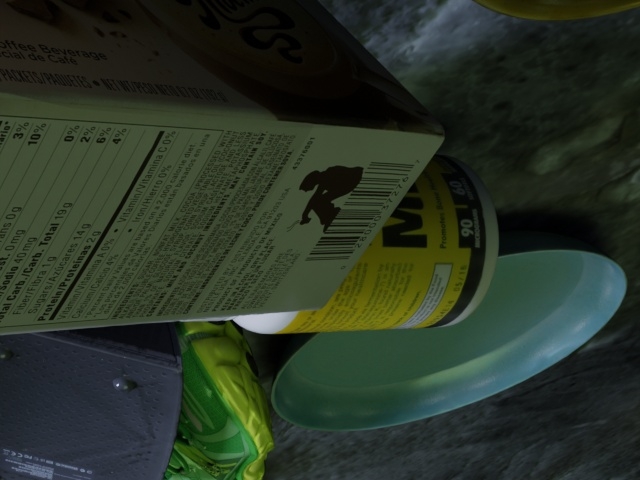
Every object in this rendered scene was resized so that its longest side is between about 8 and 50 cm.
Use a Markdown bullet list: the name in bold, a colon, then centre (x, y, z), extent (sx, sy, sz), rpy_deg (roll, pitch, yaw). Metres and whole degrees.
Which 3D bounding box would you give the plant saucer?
- **plant saucer**: centre (0.105, 0.075, 1.187), extent (0.317, 0.044, 0.317), rpy_deg (-16, 153, -8)

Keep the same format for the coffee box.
- **coffee box**: centre (-0.111, -0.059, 0.573), extent (0.297, 0.168, 0.119), rpy_deg (-1, 133, -51)

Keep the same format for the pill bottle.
- **pill bottle**: centre (0.000, 0.000, 0.888), extent (0.208, 0.119, 0.119), rpy_deg (0, 148, -34)

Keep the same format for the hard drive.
- **hard drive**: centre (-0.187, 0.119, 0.995), extent (0.172, 0.054, 0.255), rpy_deg (15, 143, -5)

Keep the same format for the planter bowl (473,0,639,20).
- **planter bowl**: centre (0.141, -0.203, 0.628), extent (0.217, 0.090, 0.217), rpy_deg (-15, 154, -7)

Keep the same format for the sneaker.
- **sneaker**: centre (-0.106, 0.147, 1.110), extent (0.123, 0.109, 0.295), rpy_deg (-14, 152, -12)
